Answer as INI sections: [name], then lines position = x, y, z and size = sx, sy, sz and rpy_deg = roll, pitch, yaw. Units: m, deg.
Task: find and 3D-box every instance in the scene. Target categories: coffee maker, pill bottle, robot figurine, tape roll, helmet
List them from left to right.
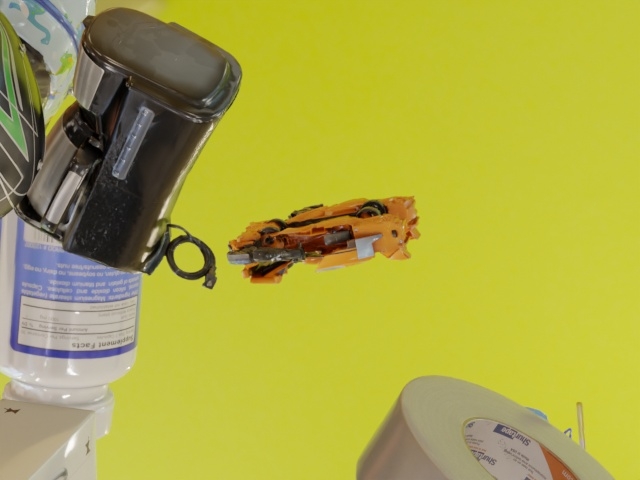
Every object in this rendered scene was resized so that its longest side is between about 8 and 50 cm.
[helmet]
position = -0.282, -0.086, 1.007
size = 0.169, 0.161, 0.169
rpy_deg = -11, 160, -4
[pill bottle]
position = -0.255, 0.058, 1.393
size = 0.152, 0.272, 0.152
rpy_deg = 6, -168, -1
[coffee maker]
position = -0.130, -0.072, 1.077
size = 0.178, 0.171, 0.120
rpy_deg = -56, -149, 38
[robot figurine]
position = 0.000, 0.000, 2.117
size = 0.291, 0.085, 0.211
rpy_deg = -11, -166, 16
[tape roll]
position = 0.137, 0.196, 1.036
size = 0.072, 0.219, 0.219
rpy_deg = -59, 173, 19

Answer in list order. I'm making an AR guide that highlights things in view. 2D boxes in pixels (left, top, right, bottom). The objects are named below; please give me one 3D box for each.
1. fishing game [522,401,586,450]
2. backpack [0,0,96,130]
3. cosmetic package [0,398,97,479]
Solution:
[fishing game]
position = 0.194, 0.269, 1.515
size = 0.264, 0.189, 0.041
rpy_deg = -24, -158, -31
[backpack]
position = -0.410, -0.276, 1.708
size = 0.273, 0.290, 0.355
rpy_deg = -57, -168, -7
[cosmetic package]
position = -0.271, 0.319, 1.006
size = 0.097, 0.284, 0.377
rpy_deg = 4, -162, 13
